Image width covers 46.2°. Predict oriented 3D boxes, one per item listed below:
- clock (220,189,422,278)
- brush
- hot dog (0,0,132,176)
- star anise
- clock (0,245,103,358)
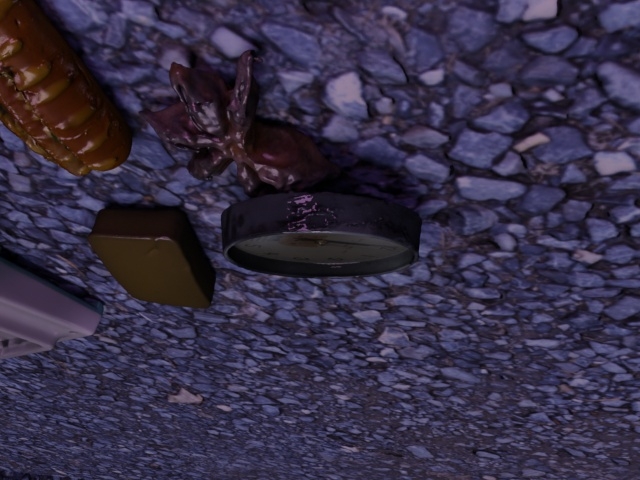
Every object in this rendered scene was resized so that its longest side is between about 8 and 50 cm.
[{"bbox_3d":[0.000,0.000,0.837,0.226,0.048,0.226,2,165,1],"label":"clock"},{"bbox_3d":[-0.222,0.025,1.017,0.123,0.059,0.197,3,150,10],"label":"brush"},{"bbox_3d":[-0.281,-0.154,0.723,0.115,0.072,0.269,6,151,26],"label":"hot dog"},{"bbox_3d":[-0.091,-0.098,0.754,0.172,0.063,0.208,-4,147,28],"label":"star anise"},{"bbox_3d":[-0.536,0.123,1.245,0.262,0.116,0.231,-13,143,38],"label":"clock"}]
